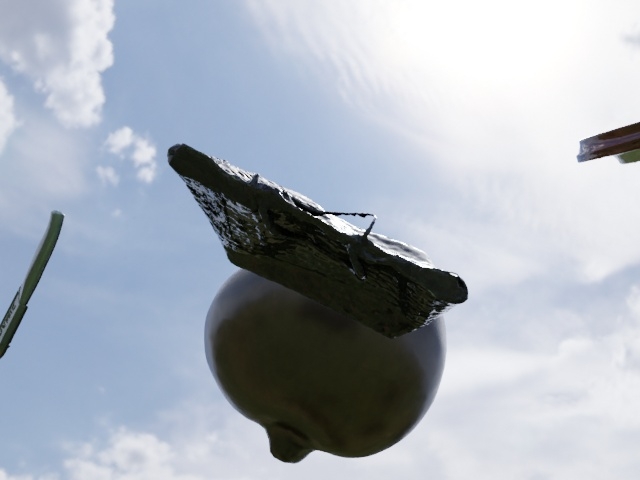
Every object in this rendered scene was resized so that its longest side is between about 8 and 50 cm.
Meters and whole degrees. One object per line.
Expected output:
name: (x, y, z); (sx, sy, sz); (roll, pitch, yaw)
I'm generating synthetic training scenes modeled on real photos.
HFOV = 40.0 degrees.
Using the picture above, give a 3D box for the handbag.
handbag: (0.000, 0.000, 0.763); (0.270, 0.089, 0.175); (25, -10, 10)

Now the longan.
longan: (0.002, 0.128, 1.062); (0.300, 0.300, 0.243); (-2, -10, 28)

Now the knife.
knife: (-0.303, 0.054, 0.898); (0.015, 0.028, 0.210); (8, -57, -44)

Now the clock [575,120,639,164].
clock: (0.630, -0.191, 1.614); (0.318, 0.318, 0.080); (-16, -90, 38)
